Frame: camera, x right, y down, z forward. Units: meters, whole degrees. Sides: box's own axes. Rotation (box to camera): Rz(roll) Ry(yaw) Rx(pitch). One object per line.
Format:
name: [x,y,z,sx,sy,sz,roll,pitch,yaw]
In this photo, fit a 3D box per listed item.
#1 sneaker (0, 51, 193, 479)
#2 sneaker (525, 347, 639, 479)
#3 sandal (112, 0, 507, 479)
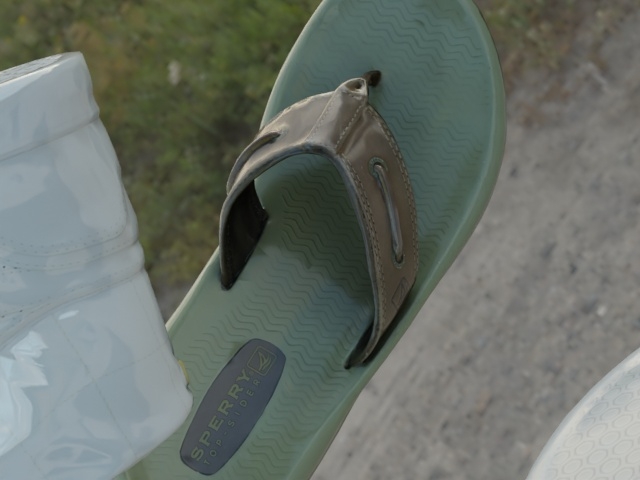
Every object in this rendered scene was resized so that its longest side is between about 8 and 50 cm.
sneaker: [-0.188,0.065,0.554,0.292,0.169,0.108,-22,14,-8]
sneaker: [0.126,0.141,0.433,0.104,0.147,0.296,-26,24,25]
sandal: [0.001,0.002,0.756,0.086,0.120,0.303,83,-149,-71]
